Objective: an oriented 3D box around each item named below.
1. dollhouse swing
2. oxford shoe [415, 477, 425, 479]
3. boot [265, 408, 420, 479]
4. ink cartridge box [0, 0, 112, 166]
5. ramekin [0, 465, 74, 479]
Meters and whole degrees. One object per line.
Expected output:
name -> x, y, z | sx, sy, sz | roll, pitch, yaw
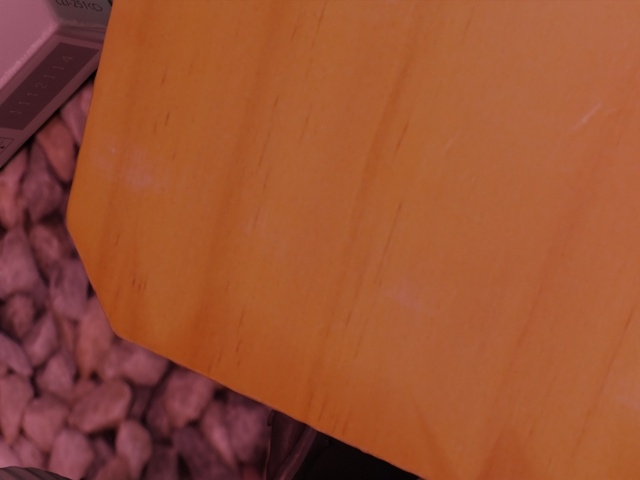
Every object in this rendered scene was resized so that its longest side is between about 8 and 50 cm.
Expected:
dollhouse swing -> 0.104, -0.105, 0.764 | 0.347, 0.315, 0.305 | 21, 120, 31
oxford shoe -> 0.191, 0.199, 0.687 | 0.397, 0.146, 0.140 | 21, 99, 19
boot -> 0.000, 0.000, 0.917 | 0.229, 0.091, 0.263 | -115, 33, -41
ink cartridge box -> -0.283, -0.134, 1.155 | 0.296, 0.066, 0.261 | -42, 64, 27
ramekin -> -0.164, 0.215, 0.956 | 0.109, 0.207, 0.207 | 33, 106, 43
